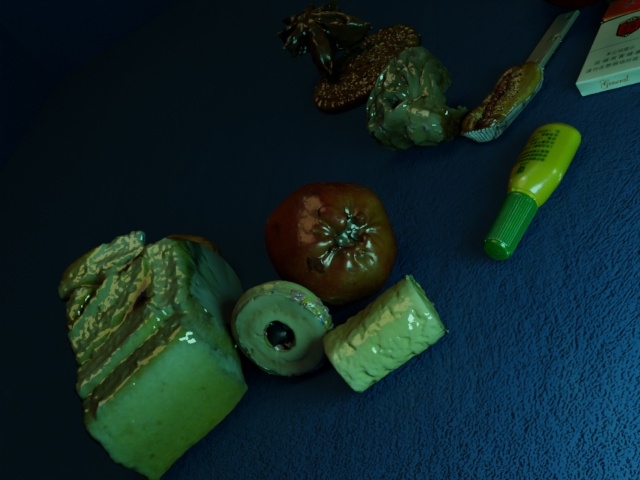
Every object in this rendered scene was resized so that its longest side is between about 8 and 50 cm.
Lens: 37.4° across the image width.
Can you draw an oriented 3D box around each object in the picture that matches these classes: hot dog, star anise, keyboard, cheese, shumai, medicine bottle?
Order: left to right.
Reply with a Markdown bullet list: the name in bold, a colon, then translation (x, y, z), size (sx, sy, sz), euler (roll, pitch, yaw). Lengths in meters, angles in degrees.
- **star anise**: translation (0.016, -0.514, 2.329), size (0.238, 0.148, 0.346), euler (-10, 29, 11)
- **cheese**: translation (0.092, 0.136, 1.391), size (0.167, 0.094, 0.123), euler (-36, 30, 8)
- **shumai**: translation (0.195, -0.255, 1.785), size (0.176, 0.166, 0.205), euler (30, 96, 52)
- **hot dog**: translation (0.332, -0.254, 1.717), size (0.191, 0.059, 0.108), euler (-51, 25, -17)
- **medicine bottle**: translation (0.320, -0.079, 1.460), size (0.095, 0.064, 0.260), euler (-6, 42, 49)
- **keyboard**: translation (0.443, -0.381, 1.809), size (0.055, 0.017, 0.166), euler (-4, 44, 55)

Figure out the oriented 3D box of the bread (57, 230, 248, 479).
- **bread**: translation (-0.253, 0.168, 1.589), size (0.264, 0.239, 0.395), euler (-32, 47, 10)

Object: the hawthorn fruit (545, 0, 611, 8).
- **hawthorn fruit**: translation (0.483, -0.550, 1.766), size (0.285, 0.285, 0.368), euler (-29, 48, 19)

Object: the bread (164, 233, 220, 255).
- **bread**: translation (-0.294, 0.076, 1.919), size (0.236, 0.120, 0.198), euler (7, 54, 54)

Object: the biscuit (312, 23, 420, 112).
- **biscuit**: translation (0.104, -0.415, 2.244), size (0.305, 0.038, 0.305), euler (-30, 29, 18)

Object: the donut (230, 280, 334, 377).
- **donut**: translation (-0.057, 0.136, 1.498), size (0.175, 0.174, 0.068), euler (-24, 19, 27)

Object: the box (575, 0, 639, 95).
- **box**: translation (0.537, -0.350, 1.629), size (0.139, 0.035, 0.245), euler (-9, 41, 45)

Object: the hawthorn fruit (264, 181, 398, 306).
- **hawthorn fruit**: translation (0.000, 0.000, 1.595), size (0.211, 0.211, 0.299), euler (-49, 23, -17)
